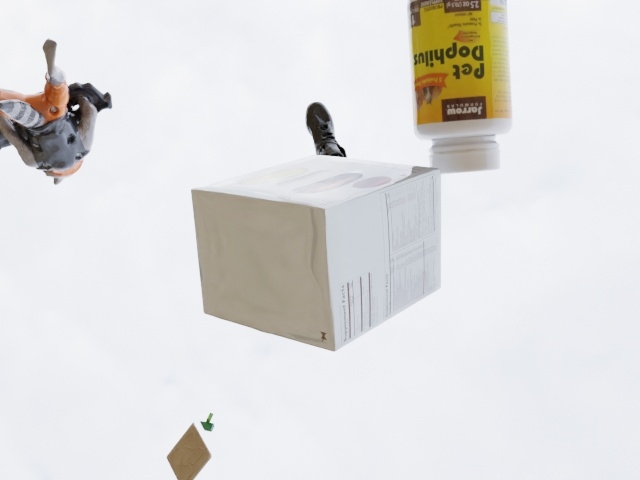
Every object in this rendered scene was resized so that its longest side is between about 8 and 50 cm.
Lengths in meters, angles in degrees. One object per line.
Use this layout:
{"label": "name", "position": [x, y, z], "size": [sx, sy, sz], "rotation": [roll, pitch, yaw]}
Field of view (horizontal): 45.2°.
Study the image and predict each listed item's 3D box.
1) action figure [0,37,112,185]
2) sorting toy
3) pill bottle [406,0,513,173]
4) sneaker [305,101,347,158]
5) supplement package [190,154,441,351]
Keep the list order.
{"label": "action figure", "position": [-0.559, -0.204, 1.422], "size": [0.341, 0.330, 0.178], "rotation": [-23, -117, -3]}
{"label": "sorting toy", "position": [-0.144, 0.243, 0.895], "size": [0.083, 0.012, 0.062], "rotation": [-52, -137, 11]}
{"label": "pill bottle", "position": [0.165, -0.188, 0.907], "size": [0.117, 0.117, 0.215], "rotation": [-2, -85, 28]}
{"label": "sneaker", "position": [0.017, -0.161, 1.351], "size": [0.089, 0.051, 0.170], "rotation": [-159, -122, -69]}
{"label": "supplement package", "position": [0.000, 0.000, 0.852], "size": [0.194, 0.203, 0.149], "rotation": [10, -68, 38]}
